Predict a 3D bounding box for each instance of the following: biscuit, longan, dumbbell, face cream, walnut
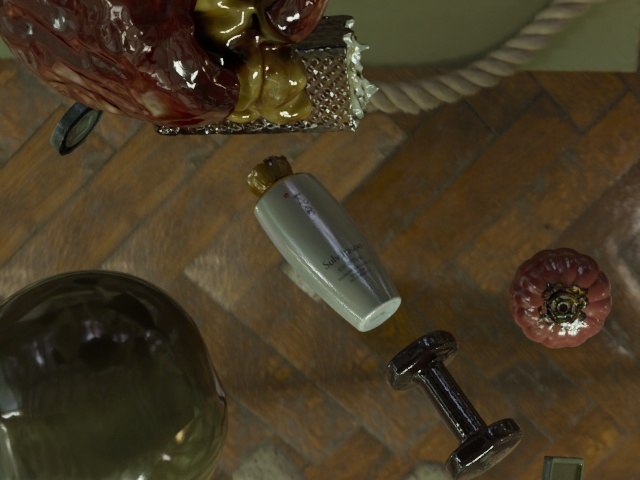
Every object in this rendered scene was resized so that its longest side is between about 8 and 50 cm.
[{"bbox_3d":[-0.068,-0.173,1.069,0.252,0.070,0.106,0,131,14],"label":"biscuit"},{"bbox_3d":[-0.249,0.180,1.096,0.318,0.319,0.319,-3,109,-10],"label":"longan"},{"bbox_3d":[0.212,0.265,1.630,0.140,0.225,0.124,-40,153,12],"label":"dumbbell"},{"bbox_3d":[0.000,0.000,0.905,0.072,0.182,0.051,-30,155,-19],"label":"face cream"},{"bbox_3d":[-0.105,-0.172,0.721,0.221,0.269,0.244,-37,131,-14],"label":"walnut"}]

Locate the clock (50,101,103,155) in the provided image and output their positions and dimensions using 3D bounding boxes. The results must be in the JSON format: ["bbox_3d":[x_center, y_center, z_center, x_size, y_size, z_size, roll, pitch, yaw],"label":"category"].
[{"bbox_3d":[-0.293,-0.140,1.219,0.017,0.085,0.085,38,98,2],"label":"clock"}]

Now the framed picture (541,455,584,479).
[{"bbox_3d":[0.320,0.396,1.379,0.150,0.015,0.203,20,77,-58],"label":"framed picture"}]

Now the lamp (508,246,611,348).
[{"bbox_3d":[0.251,0.060,1.063,0.107,0.092,0.108,1,99,9],"label":"lamp"}]
